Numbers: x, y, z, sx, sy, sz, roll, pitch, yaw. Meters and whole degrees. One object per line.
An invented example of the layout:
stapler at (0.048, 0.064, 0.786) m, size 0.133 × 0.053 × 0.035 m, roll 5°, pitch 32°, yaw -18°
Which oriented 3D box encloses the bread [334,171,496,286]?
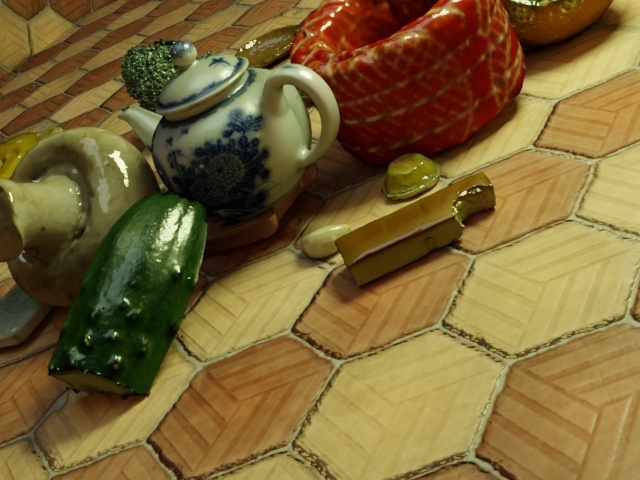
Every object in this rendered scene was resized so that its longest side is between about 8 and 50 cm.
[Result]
bread at (0.134, -0.017, 1.290) m, size 0.226 × 0.049 × 0.088 m, roll -25°, pitch 26°, yaw 1°

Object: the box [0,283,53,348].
box at (-0.493, 0.091, 1.668) m, size 0.142 × 0.044 × 0.285 m, roll -14°, pitch 28°, yaw 31°

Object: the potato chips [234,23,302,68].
potato chips at (-0.118, -0.457, 2.307) m, size 0.202 × 0.049 × 0.150 m, roll -28°, pitch 30°, yaw -7°

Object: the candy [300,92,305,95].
candy at (-0.092, -0.267, 1.934) m, size 0.305 × 0.083 × 0.091 m, roll -31°, pitch 24°, yaw -27°

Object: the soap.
soap at (-0.684, -0.113, 2.092) m, size 0.259 × 0.143 × 0.281 m, roll -23°, pitch 26°, yaw 17°

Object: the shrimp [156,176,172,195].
shrimp at (-0.311, -0.093, 1.806) m, size 0.296 × 0.058 × 0.169 m, roll -30°, pitch 22°, yaw 12°

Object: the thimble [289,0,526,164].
thimble at (0.140, -0.299, 1.551) m, size 0.350 × 0.230 × 0.350 m, roll -21°, pitch 38°, yaw 17°

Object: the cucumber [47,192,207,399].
cucumber at (-0.255, 0.056, 1.332) m, size 0.145 × 0.105 × 0.325 m, roll 0°, pitch 58°, yaw 39°

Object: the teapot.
teapot at (-0.150, -0.183, 1.476) m, size 0.424 × 0.280 × 0.252 m, roll -4°, pitch 36°, yaw 39°

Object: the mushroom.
mushroom at (-0.403, -0.043, 1.513) m, size 0.298 × 0.297 × 0.290 m, roll -13°, pitch -15°, yaw 26°

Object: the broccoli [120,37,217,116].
broccoli at (-0.307, -0.358, 2.156) m, size 0.252 × 0.221 × 0.361 m, roll -22°, pitch 15°, yaw -6°

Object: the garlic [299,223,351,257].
garlic at (0.001, 0.000, 1.391) m, size 0.083 × 0.041 × 0.053 m, roll -13°, pitch 24°, yaw 40°

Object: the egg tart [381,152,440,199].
egg tart at (0.134, -0.102, 1.454) m, size 0.105 × 0.039 × 0.105 m, roll -19°, pitch 28°, yaw 11°

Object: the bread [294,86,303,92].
bread at (0.007, -0.339, 1.921) m, size 0.109 × 0.084 × 0.080 m, roll 10°, pitch 33°, yaw 16°

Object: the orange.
orange at (0.393, -0.454, 1.678) m, size 0.263 × 0.196 × 0.334 m, roll -38°, pitch 24°, yaw -5°

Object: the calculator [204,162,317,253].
calculator at (-0.162, -0.047, 1.619) m, size 0.330 × 0.048 × 0.220 m, roll -8°, pitch 33°, yaw 37°
